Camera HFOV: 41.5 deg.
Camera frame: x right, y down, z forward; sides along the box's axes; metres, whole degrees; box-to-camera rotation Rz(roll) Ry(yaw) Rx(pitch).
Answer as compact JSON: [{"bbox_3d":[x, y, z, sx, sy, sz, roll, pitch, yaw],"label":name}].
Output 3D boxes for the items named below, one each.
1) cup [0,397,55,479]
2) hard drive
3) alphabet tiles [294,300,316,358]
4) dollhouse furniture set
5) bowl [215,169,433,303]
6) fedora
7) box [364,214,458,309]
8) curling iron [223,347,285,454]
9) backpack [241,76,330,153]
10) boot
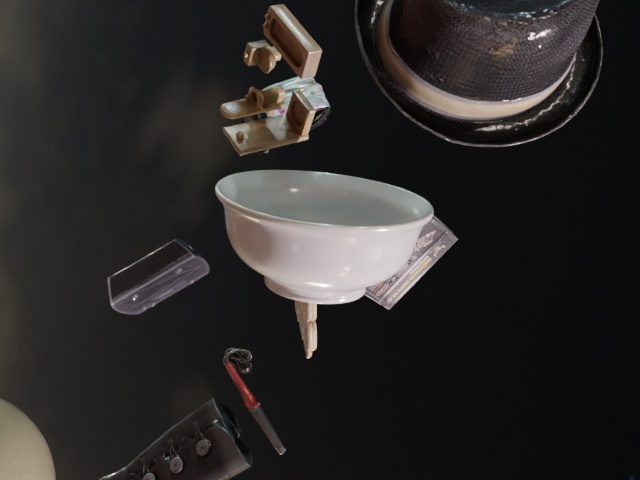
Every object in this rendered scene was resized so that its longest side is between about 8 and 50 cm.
[{"bbox_3d":[-0.556,0.391,1.250,0.237,0.331,0.331,161,-80,-67],"label":"cup"},{"bbox_3d":[-0.282,0.065,1.473,0.054,0.172,0.255,59,-6,6],"label":"hard drive"},{"bbox_3d":[-0.040,0.075,1.639,0.284,0.021,0.278,-108,-166,-54],"label":"alphabet tiles"},{"bbox_3d":[-0.088,-0.240,1.257,0.144,0.123,0.151,54,-35,27],"label":"dollhouse furniture set"},{"bbox_3d":[0.000,0.000,1.153,0.298,0.297,0.134,28,-62,53],"label":"bowl"},{"bbox_3d":[0.214,-0.274,1.003,0.152,0.334,0.334,130,-53,-69],"label":"fedora"},{"bbox_3d":[0.167,0.026,1.866,0.231,0.183,0.056,-47,-137,11],"label":"box"},{"bbox_3d":[-0.149,0.373,1.976,0.274,0.068,0.035,64,-11,9],"label":"curling iron"},{"bbox_3d":[-0.069,-0.269,1.759,0.115,0.182,0.152,65,-17,2],"label":"backpack"},{"bbox_3d":[-0.361,0.668,2.153,0.367,0.445,0.146,58,-2,28],"label":"boot"}]
